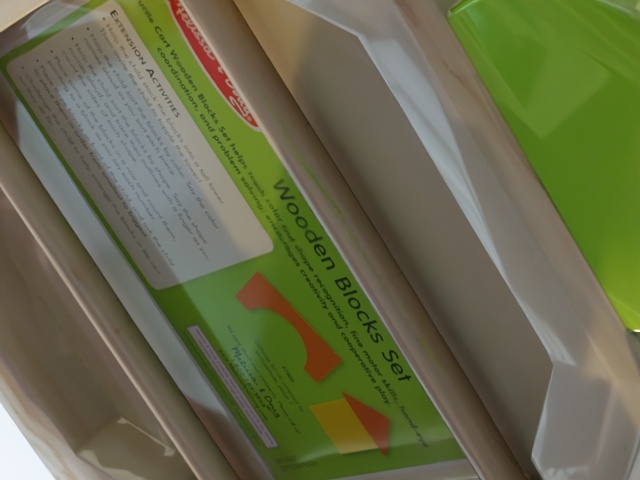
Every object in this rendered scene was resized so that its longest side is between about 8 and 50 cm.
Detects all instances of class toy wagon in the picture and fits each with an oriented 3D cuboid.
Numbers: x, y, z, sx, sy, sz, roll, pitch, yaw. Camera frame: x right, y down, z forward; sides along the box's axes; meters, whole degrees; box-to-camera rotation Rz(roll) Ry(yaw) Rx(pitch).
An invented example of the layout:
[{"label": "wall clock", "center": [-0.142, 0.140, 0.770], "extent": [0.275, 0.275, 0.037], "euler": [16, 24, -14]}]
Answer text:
[{"label": "toy wagon", "center": [0.000, 0.000, 0.412], "extent": [0.344, 0.068, 0.267], "euler": [-18, -71, 49]}]
